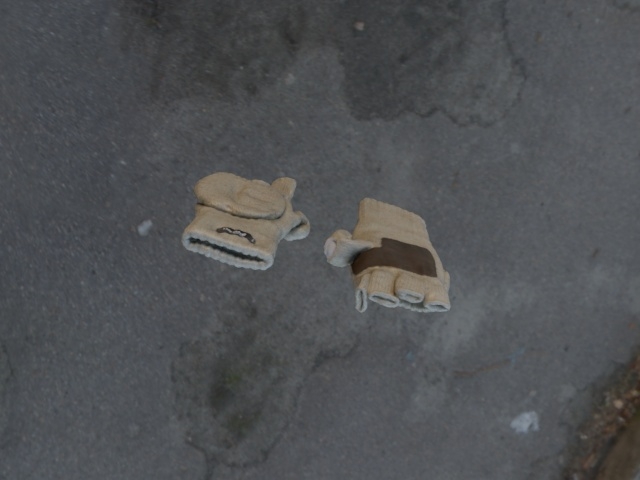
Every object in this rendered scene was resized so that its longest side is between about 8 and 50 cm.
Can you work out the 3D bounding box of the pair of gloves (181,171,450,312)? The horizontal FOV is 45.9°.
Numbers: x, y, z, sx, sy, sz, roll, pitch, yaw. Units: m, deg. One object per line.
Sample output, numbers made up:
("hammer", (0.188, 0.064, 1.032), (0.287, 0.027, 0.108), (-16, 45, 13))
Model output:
("pair of gloves", (0.000, 0.000, 0.678), (0.240, 0.204, 0.042), (14, 112, -10))
